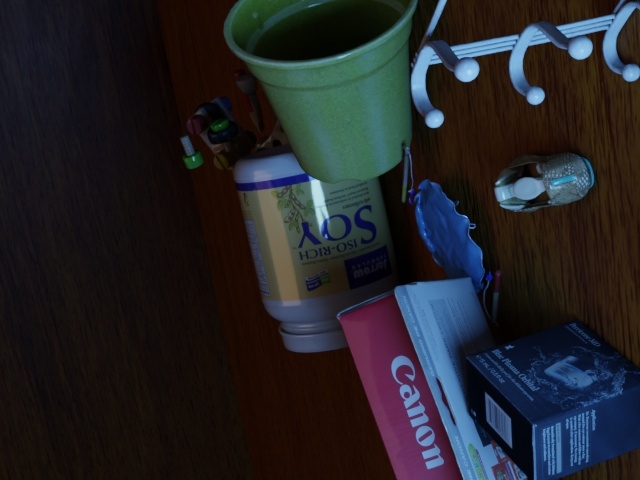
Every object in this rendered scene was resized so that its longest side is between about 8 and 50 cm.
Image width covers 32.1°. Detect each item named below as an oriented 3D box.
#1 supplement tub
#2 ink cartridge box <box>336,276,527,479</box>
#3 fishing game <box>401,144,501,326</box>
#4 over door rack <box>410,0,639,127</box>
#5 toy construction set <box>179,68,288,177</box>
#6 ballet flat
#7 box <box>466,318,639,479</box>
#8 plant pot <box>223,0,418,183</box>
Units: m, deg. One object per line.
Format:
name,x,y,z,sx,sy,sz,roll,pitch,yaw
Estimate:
supplement tub,0.000,0.000,1.878,0.241,0.241,0.331,-165,60,-71
ink cartridge box,0.150,0.213,1.441,0.272,0.130,0.309,2,-114,-62
fishing game,0.193,-0.005,1.605,0.264,0.041,0.189,56,164,34
over door rack,0.217,-0.229,0.964,0.324,0.240,0.108,98,153,-55
toy construction set,-0.108,-0.186,2.168,0.309,0.258,0.237,-93,-16,-63
ballet flat,0.245,-0.068,1.321,0.206,0.067,0.073,158,96,-74
box,0.275,0.184,1.290,0.156,0.158,0.093,-133,31,-57
plant pot,0.025,-0.232,1.616,0.276,0.276,0.254,-124,13,-47
